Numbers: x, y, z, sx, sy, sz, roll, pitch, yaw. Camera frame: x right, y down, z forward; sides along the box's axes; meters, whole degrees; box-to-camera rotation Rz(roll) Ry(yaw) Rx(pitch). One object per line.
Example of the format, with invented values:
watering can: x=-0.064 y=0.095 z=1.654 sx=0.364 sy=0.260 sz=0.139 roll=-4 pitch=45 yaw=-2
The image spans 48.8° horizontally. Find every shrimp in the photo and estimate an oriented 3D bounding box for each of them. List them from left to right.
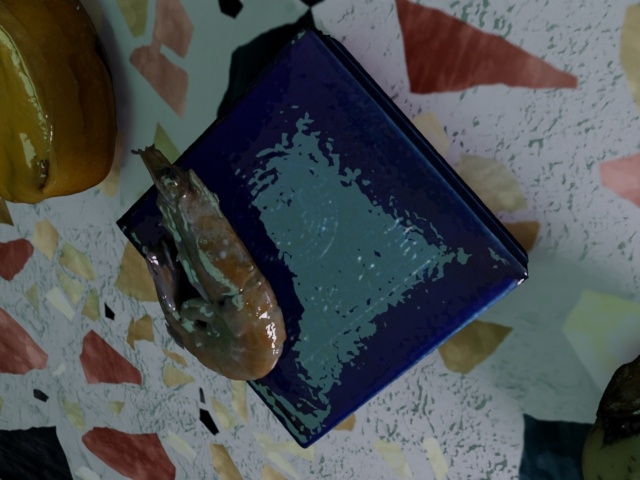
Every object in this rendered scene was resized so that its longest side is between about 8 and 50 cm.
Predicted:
shrimp: x=-0.111 y=0.025 z=0.613 sx=0.126 sy=0.047 sz=0.224 roll=-24 pitch=95 yaw=34

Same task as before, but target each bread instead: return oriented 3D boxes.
bread: x=-0.343 y=-0.175 z=0.836 sx=0.195 sy=0.142 sz=0.270 roll=8 pitch=119 yaw=29

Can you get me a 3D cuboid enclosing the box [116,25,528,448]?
box: x=0.000 y=0.000 z=0.655 sx=0.261 sy=0.116 sz=0.279 roll=-42 pitch=87 yaw=17

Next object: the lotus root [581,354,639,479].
lotus root: x=0.339 y=0.238 z=0.578 sx=0.173 sy=0.173 sz=0.309 roll=-29 pitch=102 yaw=40
